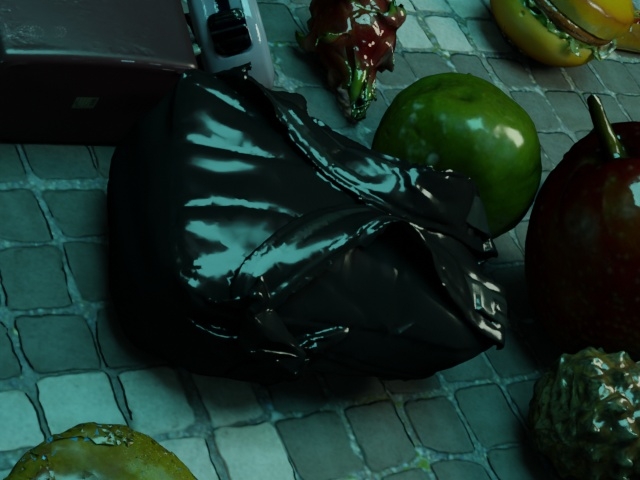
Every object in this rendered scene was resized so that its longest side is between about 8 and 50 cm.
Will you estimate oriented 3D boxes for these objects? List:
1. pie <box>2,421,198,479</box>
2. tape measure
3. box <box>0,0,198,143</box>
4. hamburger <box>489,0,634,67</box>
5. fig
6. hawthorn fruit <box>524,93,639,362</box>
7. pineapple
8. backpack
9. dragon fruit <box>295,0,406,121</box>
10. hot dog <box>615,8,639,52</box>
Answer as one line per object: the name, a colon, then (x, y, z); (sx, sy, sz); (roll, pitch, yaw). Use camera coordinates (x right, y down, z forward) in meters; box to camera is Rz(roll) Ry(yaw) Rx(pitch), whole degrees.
pie: (-0.187, 0.284, 1.120); (0.273, 0.069, 0.273); (19, 41, -18)
tape measure: (-0.124, -0.262, 1.605); (0.105, 0.196, 0.178); (-15, 67, -3)
box: (-0.289, -0.220, 1.448); (0.294, 0.193, 0.168); (-2, 58, -34)
hamburger: (0.382, -0.379, 2.059); (0.246, 0.170, 0.246); (30, 36, -25)
fig: (0.200, -0.118, 1.651); (0.233, 0.233, 0.314); (47, 37, 14)
hawthorn fruit: (0.373, -0.018, 1.547); (0.285, 0.284, 0.369); (-68, 142, -49)
pineapple: (0.415, 0.238, 1.513); (0.361, 0.175, 0.175); (18, 43, -30)
backpack: (0.000, 0.000, 1.388); (0.445, 0.255, 0.363); (13, 52, -28)
dragon fruit: (0.042, -0.271, 1.767); (0.137, 0.135, 0.236); (25, 59, -21)
hot dog: (0.538, -0.377, 2.243); (0.235, 0.062, 0.092); (1, 54, -32)
